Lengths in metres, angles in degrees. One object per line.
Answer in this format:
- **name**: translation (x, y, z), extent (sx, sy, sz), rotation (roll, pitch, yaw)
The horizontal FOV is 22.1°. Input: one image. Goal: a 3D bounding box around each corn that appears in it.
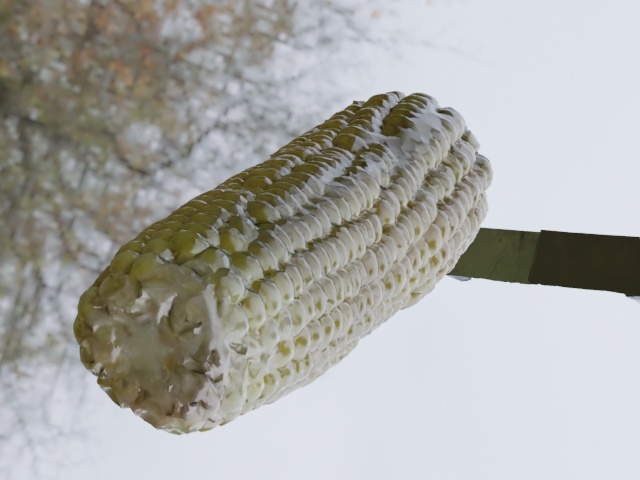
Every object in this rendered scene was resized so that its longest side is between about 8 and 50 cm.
- **corn**: translation (0.000, 0.000, 0.692), extent (0.097, 0.097, 0.320), rotation (-61, 168, 24)

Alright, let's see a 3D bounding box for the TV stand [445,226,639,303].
- **TV stand**: translation (0.197, 0.020, 1.364), extent (0.256, 0.040, 0.049), rotation (5, -103, 55)
